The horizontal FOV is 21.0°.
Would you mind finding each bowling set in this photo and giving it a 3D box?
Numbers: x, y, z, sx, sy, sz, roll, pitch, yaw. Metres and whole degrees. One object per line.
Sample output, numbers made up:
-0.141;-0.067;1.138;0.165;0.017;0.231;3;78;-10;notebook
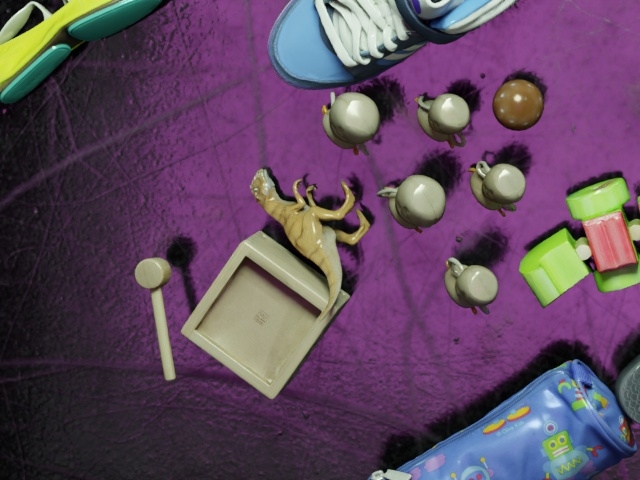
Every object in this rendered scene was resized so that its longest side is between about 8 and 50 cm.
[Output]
0.152;-0.078;1.833;0.200;0.154;0.287;-33;92;-7;bowling set

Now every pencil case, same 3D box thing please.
0.185;0.245;1.870;0.306;0.119;0.133;-31;116;11;pencil case

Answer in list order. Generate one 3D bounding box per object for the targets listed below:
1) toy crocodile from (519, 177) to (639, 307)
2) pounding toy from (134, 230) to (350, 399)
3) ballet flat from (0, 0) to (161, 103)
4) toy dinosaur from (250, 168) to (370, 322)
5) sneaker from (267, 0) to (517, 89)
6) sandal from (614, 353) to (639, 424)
0.372;-0.022;1.809;0.340;0.105;0.115;-19;96;10;toy crocodile
-0.105;0.078;1.903;0.206;0.094;0.181;36;103;5;pounding toy
-0.282;-0.239;1.893;0.231;0.077;0.077;-32;76;14;ballet flat
0.000;0.000;1.871;0.112;0.064;0.211;-32;55;-6;toy dinosaur
0.076;-0.245;1.750;0.322;0.236;0.130;-23;95;11;sneaker
0.418;0.098;1.834;0.254;0.054;0.097;-33;98;0;sandal
